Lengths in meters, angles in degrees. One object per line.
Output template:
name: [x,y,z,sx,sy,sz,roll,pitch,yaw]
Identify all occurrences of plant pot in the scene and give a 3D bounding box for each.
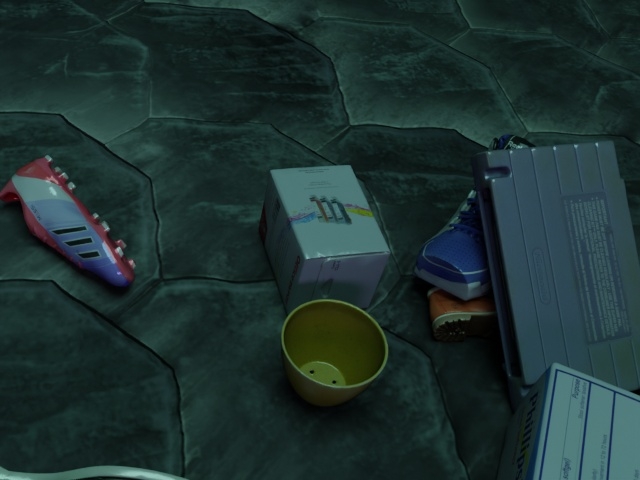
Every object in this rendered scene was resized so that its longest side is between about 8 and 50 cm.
plant pot: [0.009,0.156,1.052,0.134,0.095,0.134,8,45,-8]

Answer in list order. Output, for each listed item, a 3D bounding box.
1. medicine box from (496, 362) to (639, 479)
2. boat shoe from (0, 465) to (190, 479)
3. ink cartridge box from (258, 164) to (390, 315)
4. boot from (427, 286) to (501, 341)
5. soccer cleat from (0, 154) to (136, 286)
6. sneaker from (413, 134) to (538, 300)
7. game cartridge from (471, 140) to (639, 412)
medicine box: [0.353,0.325,0.947,0.289,0.149,0.263,21,45,5]
boat shoe: [-0.265,0.292,0.821,0.340,0.127,0.113,8,46,-6]
ink cartridge box: [0.000,0.000,1.178,0.127,0.128,0.176,-4,49,-20]
boot: [0.231,0.097,1.202,0.157,0.059,0.085,1,42,-13]
soccer cleat: [-0.345,-0.013,1.141,0.095,0.083,0.248,-40,69,-8]
sneaker: [0.257,-0.057,1.248,0.127,0.182,0.315,25,38,30]
game cartridge: [0.340,0.044,1.156,0.230,0.068,0.355,-6,85,-26]
